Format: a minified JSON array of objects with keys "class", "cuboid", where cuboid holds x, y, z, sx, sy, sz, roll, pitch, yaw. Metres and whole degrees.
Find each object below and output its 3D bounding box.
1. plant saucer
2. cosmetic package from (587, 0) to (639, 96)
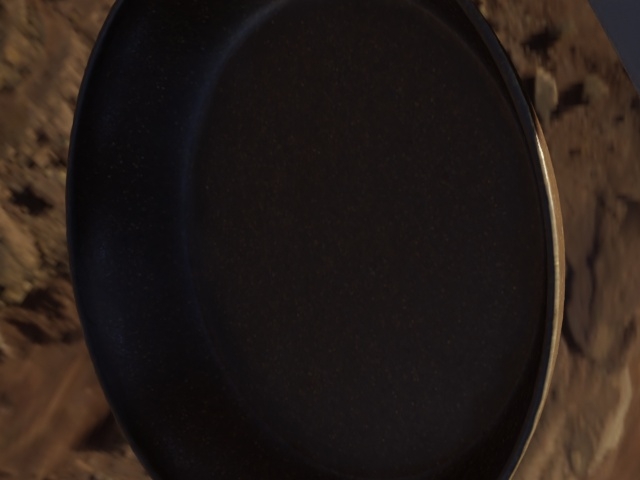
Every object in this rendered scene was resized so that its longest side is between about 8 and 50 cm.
[{"class":"plant saucer","cuboid":[0.000,0.000,0.561,0.198,0.036,0.198,7,101,44]},{"class":"cosmetic package","cuboid":[0.336,-0.161,1.039,0.327,0.329,0.393,-35,52,18]}]
